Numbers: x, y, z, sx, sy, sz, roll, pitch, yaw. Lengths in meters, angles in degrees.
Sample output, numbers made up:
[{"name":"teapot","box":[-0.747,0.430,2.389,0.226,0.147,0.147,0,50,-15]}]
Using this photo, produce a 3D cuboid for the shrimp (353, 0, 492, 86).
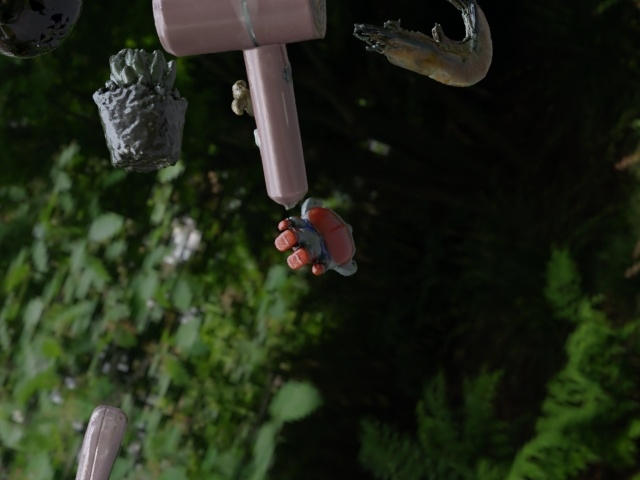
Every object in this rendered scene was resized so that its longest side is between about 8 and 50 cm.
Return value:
[{"name":"shrimp","box":[0.146,-0.294,1.895,0.046,0.219,0.152,-16,67,61]}]

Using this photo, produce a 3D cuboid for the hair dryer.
[{"name":"hair dryer","box":[-0.090,-0.203,1.859,0.125,0.210,0.352,-67,-30,-70]}]

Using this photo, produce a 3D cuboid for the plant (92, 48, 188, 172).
[{"name":"plant","box":[-0.293,-0.215,2.300,0.132,0.129,0.194,26,-121,-68]}]

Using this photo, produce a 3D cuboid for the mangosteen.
[{"name":"mangosteen","box":[-0.504,-0.417,2.329,0.194,0.230,0.194,-33,-14,-9]}]

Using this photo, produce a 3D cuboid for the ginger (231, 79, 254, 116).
[{"name":"ginger","box":[-0.117,-0.227,2.234,0.030,0.048,0.097,-59,19,30]}]

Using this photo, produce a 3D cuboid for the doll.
[{"name":"doll","box":[0.000,0.001,1.721,0.062,0.104,0.195,-55,-12,18]}]

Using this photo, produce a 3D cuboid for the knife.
[{"name":"knife","box":[-0.283,0.346,1.616,0.081,0.043,0.335,-89,16,-78]}]
